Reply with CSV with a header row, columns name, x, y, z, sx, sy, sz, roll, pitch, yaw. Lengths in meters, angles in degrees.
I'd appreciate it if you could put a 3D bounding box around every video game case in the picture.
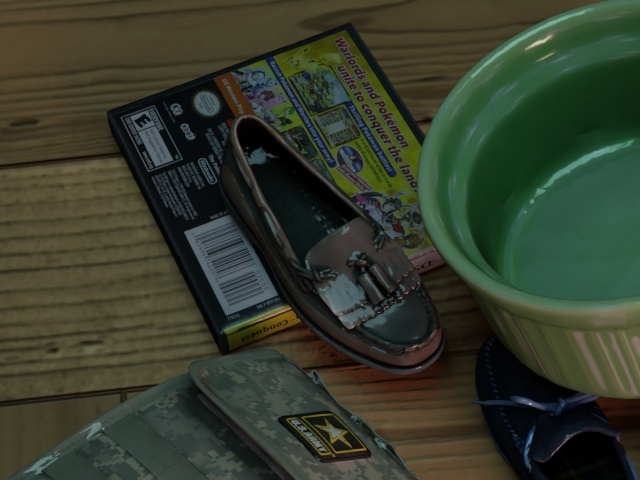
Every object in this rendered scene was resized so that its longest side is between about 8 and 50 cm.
name,x,y,z,sx,sy,sz,roll,pitch,yaw
video game case,-0.027,-0.055,1.487,0.248,0.035,0.275,-22,56,-12

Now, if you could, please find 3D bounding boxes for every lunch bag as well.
name,x,y,z,sx,sy,sz,roll,pitch,yaw
lunch bag,-0.056,0.215,1.219,0.287,0.169,0.235,-32,55,-27

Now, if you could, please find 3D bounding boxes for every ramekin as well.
name,x,y,z,sx,sy,sz,roll,pitch,yaw
ramekin,0.237,-0.027,1.272,0.303,0.148,0.303,-13,49,15

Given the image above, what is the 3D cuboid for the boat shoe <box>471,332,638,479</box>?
name,x,y,z,sx,sy,sz,roll,pitch,yaw
boat shoe,0.204,0.161,1.287,0.109,0.089,0.258,-24,57,-14

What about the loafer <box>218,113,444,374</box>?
name,x,y,z,sx,sy,sz,roll,pitch,yaw
loafer,0.000,0.000,1.370,0.096,0.084,0.267,-33,59,-19
